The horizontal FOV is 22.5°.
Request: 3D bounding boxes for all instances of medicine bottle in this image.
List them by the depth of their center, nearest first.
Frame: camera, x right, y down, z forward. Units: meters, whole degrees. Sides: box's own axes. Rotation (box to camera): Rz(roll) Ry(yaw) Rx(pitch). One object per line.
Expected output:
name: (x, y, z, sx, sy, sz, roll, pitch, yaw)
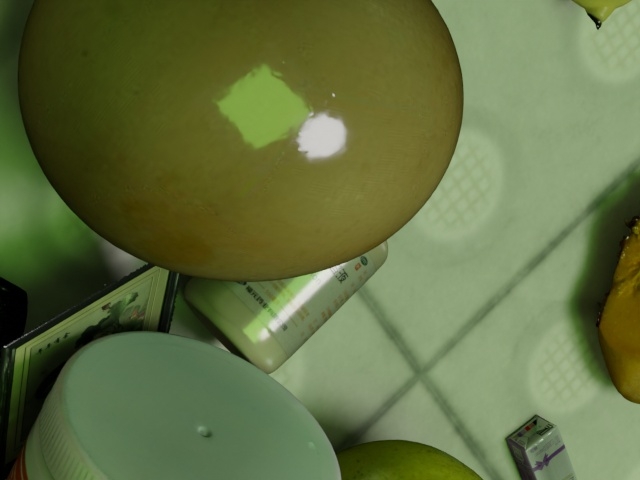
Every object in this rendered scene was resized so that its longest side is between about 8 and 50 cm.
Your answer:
medicine bottle: (-0.142, 0.243, 1.335, 0.252, 0.252, 0.241, 9, 125, -33)
medicine bottle: (0.000, 0.000, 1.452, 0.252, 0.114, 0.114, -44, 124, -11)

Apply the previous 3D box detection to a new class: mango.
mango: (0.367, 0.068, 1.695, 0.154, 0.126, 0.252, -25, 130, -44)

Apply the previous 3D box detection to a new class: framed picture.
framed picture: (-0.197, 0.103, 1.355, 0.195, 0.010, 0.199, -32, 153, -36)

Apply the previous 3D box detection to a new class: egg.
egg: (-0.056, -0.115, 1.262, 0.374, 0.301, 0.301, 17, 98, -41)

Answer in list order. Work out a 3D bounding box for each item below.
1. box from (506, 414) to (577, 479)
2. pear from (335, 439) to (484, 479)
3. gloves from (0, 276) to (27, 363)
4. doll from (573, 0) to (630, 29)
box: (0.243, 0.248, 1.740, 0.050, 0.036, 0.117, -33, 123, -18)
pear: (0.063, 0.329, 1.520, 0.294, 0.294, 0.294, -11, 113, -28)
gloves: (-0.344, 0.077, 1.267, 0.203, 0.124, 0.164, 23, 81, -27)
doll: (0.322, -0.338, 1.538, 0.117, 0.086, 0.291, 35, 90, -4)
